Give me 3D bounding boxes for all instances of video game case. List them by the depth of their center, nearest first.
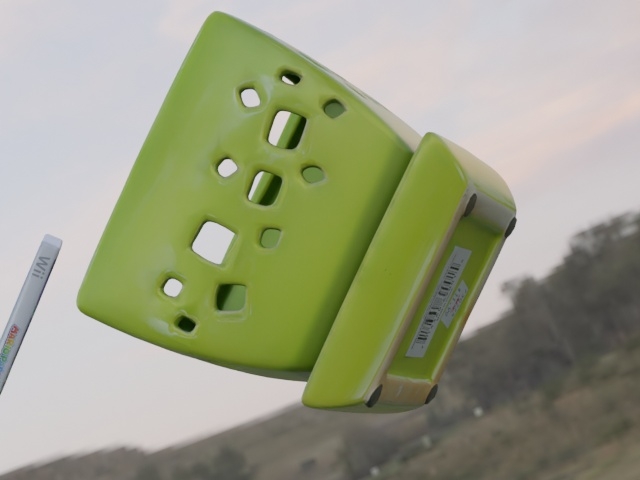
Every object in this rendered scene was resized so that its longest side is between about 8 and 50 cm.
[{"bbox_3d":[-0.155,0.056,0.858,0.011,0.122,0.087,22,0,-8],"label":"video game case"}]

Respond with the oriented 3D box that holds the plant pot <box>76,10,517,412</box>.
[{"bbox_3d":[0.000,0.000,1.210,0.228,0.207,0.227,-64,-19,2],"label":"plant pot"}]
